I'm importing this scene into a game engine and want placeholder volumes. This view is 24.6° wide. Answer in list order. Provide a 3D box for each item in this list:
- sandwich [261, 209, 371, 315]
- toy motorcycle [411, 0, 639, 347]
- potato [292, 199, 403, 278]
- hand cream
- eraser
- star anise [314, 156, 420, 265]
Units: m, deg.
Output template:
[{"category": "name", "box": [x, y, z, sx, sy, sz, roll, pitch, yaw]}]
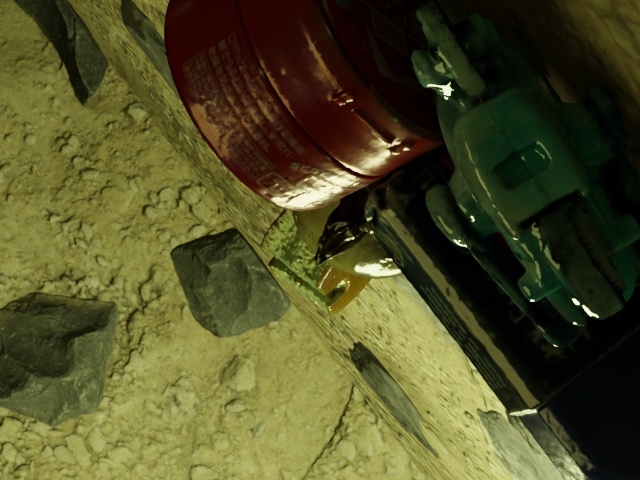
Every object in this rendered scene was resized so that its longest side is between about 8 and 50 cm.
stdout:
[{"category": "sandwich", "box": [0.000, 0.000, 2.038, 0.122, 0.128, 0.236, 41, 167, 22]}, {"category": "toy motorcycle", "box": [0.153, -0.057, 1.074, 0.260, 0.154, 0.206, 60, -166, 5]}, {"category": "potato", "box": [0.015, -0.099, 1.490, 0.296, 0.141, 0.192, 49, 142, 14]}, {"category": "hand cream", "box": [-0.003, -0.145, 1.162, 0.230, 0.149, 0.230, 40, -147, -33]}, {"category": "eraser", "box": [0.185, 0.054, 1.227, 0.332, 0.155, 0.101, 53, 169, 5]}, {"category": "star anise", "box": [0.075, -0.049, 1.348, 0.157, 0.212, 0.053, 42, -167, 24]}]
